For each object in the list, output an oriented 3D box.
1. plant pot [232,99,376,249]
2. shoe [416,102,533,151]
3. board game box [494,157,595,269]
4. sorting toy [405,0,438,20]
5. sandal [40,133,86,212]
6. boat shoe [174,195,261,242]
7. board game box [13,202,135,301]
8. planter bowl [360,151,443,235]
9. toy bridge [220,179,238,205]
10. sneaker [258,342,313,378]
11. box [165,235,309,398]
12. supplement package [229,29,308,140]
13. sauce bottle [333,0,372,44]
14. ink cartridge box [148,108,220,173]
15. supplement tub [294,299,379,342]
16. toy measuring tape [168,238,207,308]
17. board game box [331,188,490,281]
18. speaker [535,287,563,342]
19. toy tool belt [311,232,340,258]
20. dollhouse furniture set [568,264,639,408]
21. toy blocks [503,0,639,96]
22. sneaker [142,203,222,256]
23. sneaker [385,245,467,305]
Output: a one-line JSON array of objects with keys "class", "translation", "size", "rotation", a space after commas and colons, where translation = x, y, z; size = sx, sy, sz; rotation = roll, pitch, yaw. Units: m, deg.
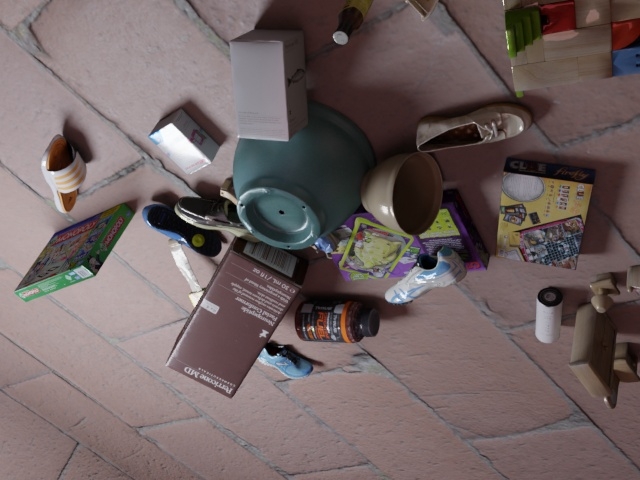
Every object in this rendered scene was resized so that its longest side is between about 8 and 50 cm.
[{"class": "plant pot", "translation": [-0.053, -0.107, 1.669], "size": [0.293, 0.196, 0.293], "rotation": [13, 141, 11]}, {"class": "shoe", "translation": [0.275, -0.197, 1.515], "size": [0.219, 0.058, 0.076], "rotation": [-5, 134, 30]}, {"class": "board game box", "translation": [0.432, -0.048, 1.627], "size": [0.165, 0.042, 0.243], "rotation": [10, 140, 15]}, {"class": "sorting toy", "translation": [0.165, -0.409, 1.336], "size": [0.083, 0.044, 0.075], "rotation": [40, 131, -20]}, {"class": "sandal", "translation": [-0.585, -0.149, 1.966], "size": [0.076, 0.101, 0.265], "rotation": [17, 150, 5]}, {"class": "boat shoe", "translation": [-0.217, -0.063, 1.901], "size": [0.224, 0.080, 0.073], "rotation": [19, 136, -4]}, {"class": "board game box", "translation": [-0.618, 0.033, 2.094], "size": [0.317, 0.213, 0.046], "rotation": [-18, 127, 39]}, {"class": "planter bowl", "translation": [0.148, -0.095, 1.631], "size": [0.109, 0.162, 0.162], "rotation": [10, 143, 42]}, {"class": "toy bridge", "translation": [-0.133, -0.082, 1.844], "size": [0.188, 0.063, 0.026], "rotation": [17, 141, 8]}, {"class": "sneaker", "translation": [-0.097, 0.329, 2.313], "size": [0.162, 0.063, 0.073], "rotation": [20, 138, 3]}, {"class": "box", "translation": [-0.203, 0.176, 2.011], "size": [0.191, 0.143, 0.381], "rotation": [28, 118, -7]}, {"class": "supplement package", "translation": [-0.090, -0.282, 1.508], "size": [0.105, 0.105, 0.179], "rotation": [6, 117, 19]}, {"class": "sauce bottle", "translation": [0.052, -0.368, 1.365], "size": [0.042, 0.128, 0.042], "rotation": [13, 139, 12]}, {"class": "ink cartridge box", "translation": [-0.289, -0.209, 1.779], "size": [0.089, 0.052, 0.122], "rotation": [-20, 125, 41]}, {"class": "supplement tub", "translation": [0.043, 0.199, 2.058], "size": [0.198, 0.106, 0.106], "rotation": [-2, 136, 27]}, {"class": "toy measuring tape", "translation": [-0.282, 0.121, 2.151], "size": [0.121, 0.121, 0.330], "rotation": [-13, 109, 36]}, {"class": "board game box", "translation": [0.167, -0.004, 1.807], "size": [0.347, 0.056, 0.208], "rotation": [-6, 130, 32]}, {"class": "speaker", "translation": [0.501, 0.166, 1.835], "size": [0.055, 0.055, 0.136], "rotation": [7, 139, 19]}, {"class": "toy tool belt", "translation": [0.000, 0.000, 1.815], "size": [0.083, 0.051, 0.052], "rotation": [37, 140, -17]}, {"class": "dollhouse furniture set", "translation": [0.708, 0.207, 1.689], "size": [0.356, 0.173, 0.303], "rotation": [-15, 129, 38]}, {"class": "toy blocks", "translation": [0.390, -0.372, 1.184], "size": [0.261, 0.190, 0.381], "rotation": [-6, 134, 15]}, {"class": "sneaker", "translation": [-0.333, -0.028, 2.017], "size": [0.209, 0.069, 0.082], "rotation": [30, 175, -23]}, {"class": "sneaker", "translation": [0.216, 0.075, 1.788], "size": [0.237, 0.085, 0.086], "rotation": [-32, 91, 50]}]
